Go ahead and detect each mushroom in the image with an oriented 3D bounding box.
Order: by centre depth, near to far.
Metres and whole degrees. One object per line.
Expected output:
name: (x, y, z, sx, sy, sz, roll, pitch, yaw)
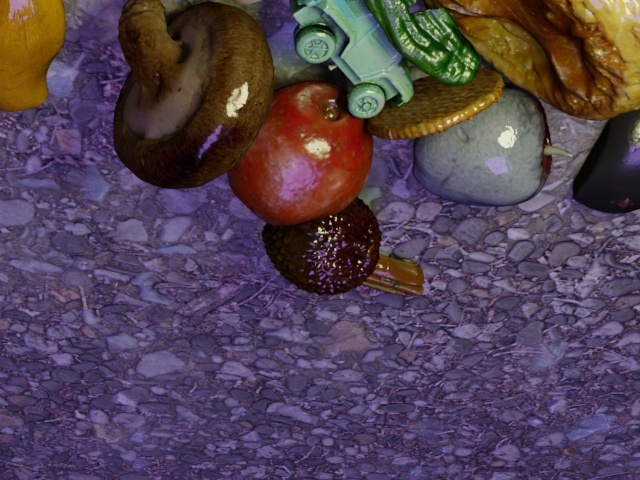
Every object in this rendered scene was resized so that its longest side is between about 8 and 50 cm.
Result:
mushroom: (-0.215, -0.243, 1.612, 0.239, 0.345, 0.345, -5, 146, -25)

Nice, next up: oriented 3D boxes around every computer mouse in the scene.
computer mouse: (0.616, -0.145, 1.859, 0.170, 0.100, 0.269, 9, 141, -5)

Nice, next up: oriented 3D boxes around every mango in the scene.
mango: (-0.534, -0.354, 1.613, 0.187, 0.144, 0.359, 19, 142, -16)

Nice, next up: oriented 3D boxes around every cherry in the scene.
cherry: (0.313, -0.167, 1.741, 0.296, 0.218, 0.255, -4, 172, 19)

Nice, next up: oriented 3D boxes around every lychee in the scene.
lychee: (0.000, 0.000, 1.978, 0.271, 0.235, 0.236, 4, 148, 35)

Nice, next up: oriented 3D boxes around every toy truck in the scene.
toy truck: (0.058, -0.344, 1.593, 0.156, 0.155, 0.279, -30, 132, 22)

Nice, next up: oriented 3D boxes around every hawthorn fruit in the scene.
hawthorn fruit: (-0.033, -0.156, 1.736, 0.284, 0.284, 0.284, 1, 142, 1)

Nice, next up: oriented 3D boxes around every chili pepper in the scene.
chili pepper: (0.155, -0.338, 1.504, 0.099, 0.083, 0.253, -47, 122, 3)

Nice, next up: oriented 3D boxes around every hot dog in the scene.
hot dog: (0.125, 0.075, 2.184, 0.250, 0.068, 0.100, 15, 141, -15)

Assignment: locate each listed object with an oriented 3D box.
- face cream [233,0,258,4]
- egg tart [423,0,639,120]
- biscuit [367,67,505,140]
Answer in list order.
face cream: (-0.159, -0.519, 1.434, 0.174, 0.081, 0.348, -19, 137, 24)
egg tart: (0.355, -0.368, 1.450, 0.443, 0.178, 0.443, 36, 172, 6)
biscuit: (0.198, -0.237, 1.646, 0.254, 0.254, 0.035, -13, 116, 18)
